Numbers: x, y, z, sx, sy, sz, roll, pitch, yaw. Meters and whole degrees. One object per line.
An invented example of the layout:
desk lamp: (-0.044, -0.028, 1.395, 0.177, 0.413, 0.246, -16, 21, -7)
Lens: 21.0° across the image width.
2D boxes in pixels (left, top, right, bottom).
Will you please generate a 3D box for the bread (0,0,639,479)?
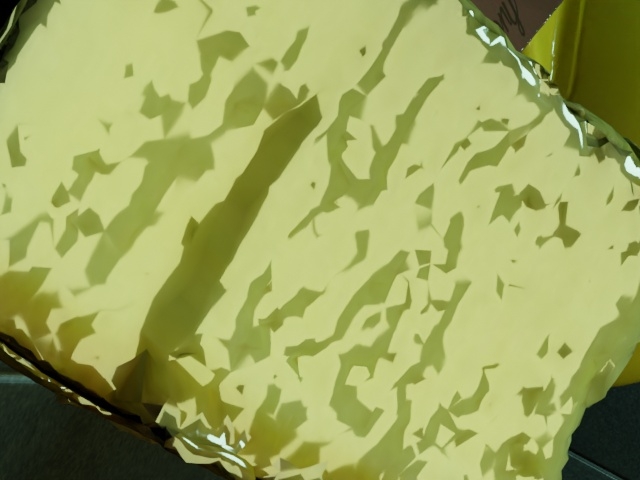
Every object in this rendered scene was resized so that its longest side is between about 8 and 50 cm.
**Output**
bread: (0.000, 0.000, 0.668, 0.279, 0.315, 0.248, 120, -4, -86)

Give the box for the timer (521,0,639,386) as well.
timer: (0.166, -0.062, 1.202, 0.376, 0.376, 0.387, -65, 163, 13)

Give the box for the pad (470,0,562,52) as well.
pad: (0.059, -0.182, 0.930, 0.005, 0.202, 0.300, -17, -157, 43)
